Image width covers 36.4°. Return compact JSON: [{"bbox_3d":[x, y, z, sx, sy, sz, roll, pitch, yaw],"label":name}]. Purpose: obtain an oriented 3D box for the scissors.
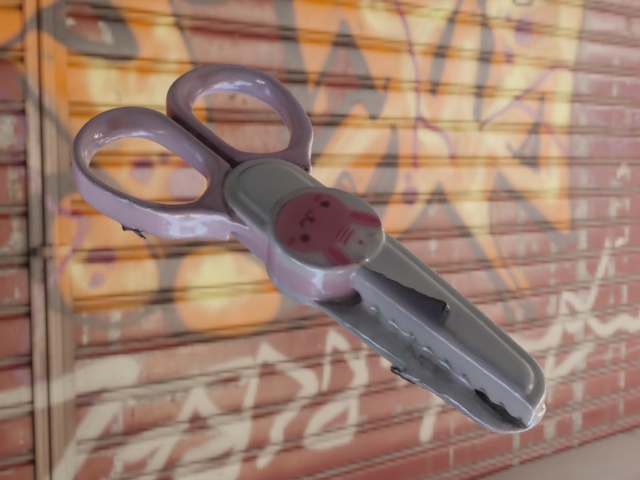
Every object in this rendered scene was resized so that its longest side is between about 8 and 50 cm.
[{"bbox_3d":[0.000,0.000,0.431,0.242,0.030,0.118,37,-128,24],"label":"scissors"}]
